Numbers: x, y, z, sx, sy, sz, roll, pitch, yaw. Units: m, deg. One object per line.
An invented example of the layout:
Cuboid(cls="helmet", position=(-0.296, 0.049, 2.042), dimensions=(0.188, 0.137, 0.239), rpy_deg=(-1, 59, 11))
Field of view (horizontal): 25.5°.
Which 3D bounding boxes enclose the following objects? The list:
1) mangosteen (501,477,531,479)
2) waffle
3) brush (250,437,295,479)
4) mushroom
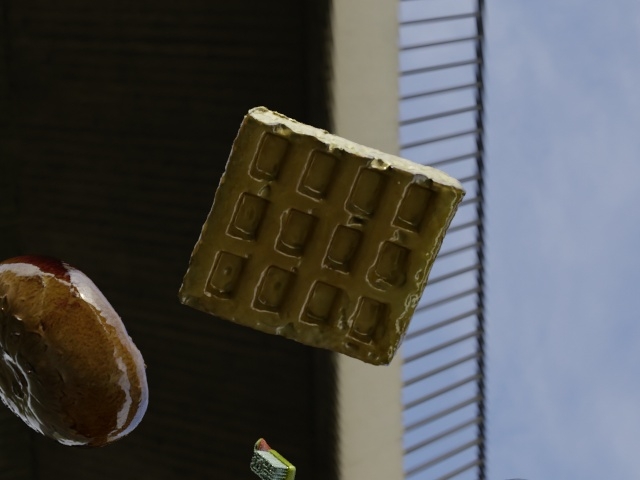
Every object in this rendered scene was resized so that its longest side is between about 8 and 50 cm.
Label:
Cuboid(cls="mangosteen", position=(0.187, 0.269, 1.239), dimensions=(0.151, 0.137, 0.137), rpy_deg=(-22, -94, 42))
Cuboid(cls="waffle", position=(0.000, 0.000, 1.482), dimensions=(0.055, 0.248, 0.221), rpy_deg=(-103, -147, -69))
Cuboid(cls="brush", position=(-0.039, 0.155, 1.000), dimensions=(0.083, 0.021, 0.018), rpy_deg=(-153, -104, -71))
Cuboid(cls="mushroom", position=(-0.338, 0.151, 1.824), dimensions=(0.297, 0.163, 0.278), rpy_deg=(18, -37, 48))
